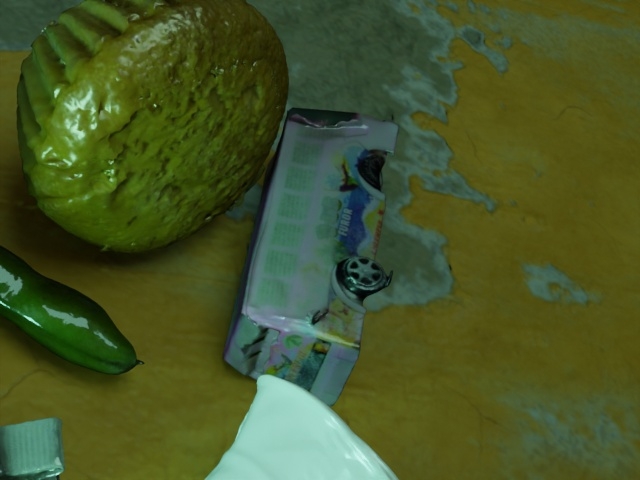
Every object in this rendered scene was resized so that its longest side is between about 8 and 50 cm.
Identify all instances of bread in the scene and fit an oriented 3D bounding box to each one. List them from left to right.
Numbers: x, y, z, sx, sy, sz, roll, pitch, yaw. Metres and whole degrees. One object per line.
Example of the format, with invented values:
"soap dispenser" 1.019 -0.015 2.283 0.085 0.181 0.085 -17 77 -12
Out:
"bread" -0.132 -0.102 1.143 0.240 0.240 0.139 -21 56 -41

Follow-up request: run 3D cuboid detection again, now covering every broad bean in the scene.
"broad bean" -0.241 0.030 1.090 0.254 0.046 0.065 29 17 -9

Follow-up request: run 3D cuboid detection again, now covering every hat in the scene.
"hat" -0.026 0.207 0.994 0.126 0.203 0.203 -37 75 -26

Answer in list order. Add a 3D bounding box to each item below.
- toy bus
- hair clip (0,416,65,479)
"toy bus" 0.000 0.000 1.232 0.112 0.090 0.274 17 44 -5
"hair clip" -0.275 0.148 0.974 0.220 0.054 0.140 3 58 -24
